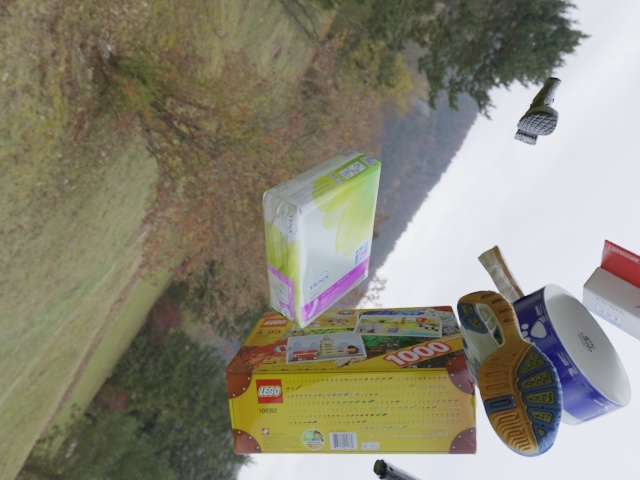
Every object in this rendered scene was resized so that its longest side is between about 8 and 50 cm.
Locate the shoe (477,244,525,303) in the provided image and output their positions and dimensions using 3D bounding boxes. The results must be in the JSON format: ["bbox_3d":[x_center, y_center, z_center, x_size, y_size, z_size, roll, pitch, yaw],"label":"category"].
[{"bbox_3d":[0.459,0.118,1.240,0.058,0.219,0.076,-28,-179,18],"label":"shoe"}]

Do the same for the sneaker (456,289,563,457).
[{"bbox_3d":[0.291,0.213,0.785,0.296,0.111,0.131,-86,165,-55],"label":"sneaker"}]

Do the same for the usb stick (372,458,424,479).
[{"bbox_3d":[0.256,0.608,1.215,0.045,0.278,0.077,-62,-177,-7],"label":"usb stick"}]

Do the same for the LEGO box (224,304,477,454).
[{"bbox_3d":[0.079,0.305,1.170,0.372,0.499,0.193,-60,146,-77],"label":"LEGO box"}]

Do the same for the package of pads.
[{"bbox_3d":[0.000,0.000,0.960,0.229,0.101,0.297,-33,139,-36],"label":"package of pads"}]

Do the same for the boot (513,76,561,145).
[{"bbox_3d":[0.568,-0.348,1.291,0.246,0.083,0.161,5,108,-80],"label":"boot"}]

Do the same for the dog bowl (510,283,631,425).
[{"bbox_3d":[0.488,0.223,1.009,0.104,0.265,0.265,-41,-169,35],"label":"dog bowl"}]

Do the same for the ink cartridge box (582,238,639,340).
[{"bbox_3d":[0.668,0.145,0.984,0.066,0.296,0.261,-50,145,-6],"label":"ink cartridge box"}]
